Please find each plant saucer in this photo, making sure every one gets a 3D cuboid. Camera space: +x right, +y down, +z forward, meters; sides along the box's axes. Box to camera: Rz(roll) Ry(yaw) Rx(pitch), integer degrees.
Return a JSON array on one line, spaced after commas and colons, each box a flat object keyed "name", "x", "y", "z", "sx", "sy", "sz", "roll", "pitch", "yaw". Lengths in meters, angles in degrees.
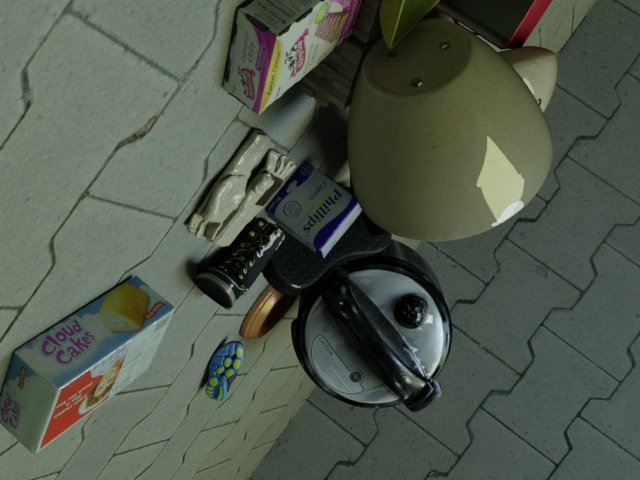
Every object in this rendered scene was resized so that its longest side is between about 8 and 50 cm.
[{"name": "plant saucer", "x": -0.111, "y": 0.154, "z": 2.496, "sx": 0.200, "sy": 0.037, "sz": 0.200, "roll": -50, "pitch": 166, "yaw": -17}, {"name": "plant saucer", "x": 0.148, "y": -0.395, "z": 1.534, "sx": 0.188, "sy": 0.045, "sz": 0.188, "roll": -48, "pitch": 166, "yaw": -31}]

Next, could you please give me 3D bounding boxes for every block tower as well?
[{"name": "block tower", "x": 0.059, "y": -0.347, "z": 1.651, "sx": 0.097, "sy": 0.091, "sz": 0.335, "roll": -46, "pitch": 166, "yaw": -34}]

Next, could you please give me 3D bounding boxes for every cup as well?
[{"name": "cup", "x": 0.175, "y": -0.198, "z": 1.658, "sx": 0.331, "sy": 0.331, "sz": 0.237, "roll": -49, "pitch": 142, "yaw": -18}]

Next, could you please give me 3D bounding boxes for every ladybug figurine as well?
[{"name": "ladybug figurine", "x": 0.322, "y": -0.286, "z": 2.179, "sx": 0.305, "sy": 0.161, "sz": 0.449, "roll": -14, "pitch": -174, "yaw": -7}]

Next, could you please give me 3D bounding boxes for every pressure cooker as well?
[{"name": "pressure cooker", "x": 0.120, "y": 0.188, "z": 2.514, "sx": 0.420, "sy": 0.370, "sz": 0.375, "roll": -89, "pitch": -171, "yaw": -79}]

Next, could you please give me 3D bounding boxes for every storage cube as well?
[{"name": "storage cube", "x": 0.347, "y": -0.495, "z": 2.080, "sx": 0.215, "sy": 0.184, "sz": 0.193, "roll": -59, "pitch": 168, "yaw": 20}]

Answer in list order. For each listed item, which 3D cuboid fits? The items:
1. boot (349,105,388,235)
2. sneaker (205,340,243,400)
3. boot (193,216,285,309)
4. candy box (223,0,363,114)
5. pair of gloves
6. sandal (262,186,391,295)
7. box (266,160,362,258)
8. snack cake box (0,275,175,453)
[{"name": "boot", "x": 0.128, "y": -0.192, "z": 2.098, "sx": 0.445, "sy": 0.146, "sz": 0.366, "roll": -11, "pitch": 99, "yaw": -88}, {"name": "sneaker", "x": -0.218, "y": 0.286, "z": 2.438, "sx": 0.078, "sy": 0.067, "sz": 0.188, "roll": -71, "pitch": -177, "yaw": -47}, {"name": "boot", "x": -0.142, "y": 0.033, "z": 1.941, "sx": 0.178, "sy": 0.085, "sz": 0.236, "roll": -53, "pitch": 178, "yaw": -9}, {"name": "candy box", "x": -0.028, "y": -0.302, "z": 1.496, "sx": 0.233, "sy": 0.071, "sz": 0.159, "roll": -45, "pitch": 165, "yaw": -33}, {"name": "pair of gloves", "x": -0.129, "y": -0.077, "z": 1.804, "sx": 0.204, "sy": 0.042, "sz": 0.240, "roll": -53, "pitch": 167, "yaw": -1}, {"name": "sandal", "x": -0.002, "y": -0.002, "z": 2.289, "sx": 0.107, "sy": 0.167, "sz": 0.446, "roll": -31, "pitch": 176, "yaw": 39}, {"name": "box", "x": -0.011, "y": -0.059, "z": 2.054, "sx": 0.126, "sy": 0.137, "sz": 0.072, "roll": -51, "pitch": 167, "yaw": -9}, {"name": "snack cake box", "x": -0.347, "y": 0.180, "z": 1.597, "sx": 0.264, "sy": 0.089, "sz": 0.152, "roll": -37, "pitch": 161, "yaw": -51}]
